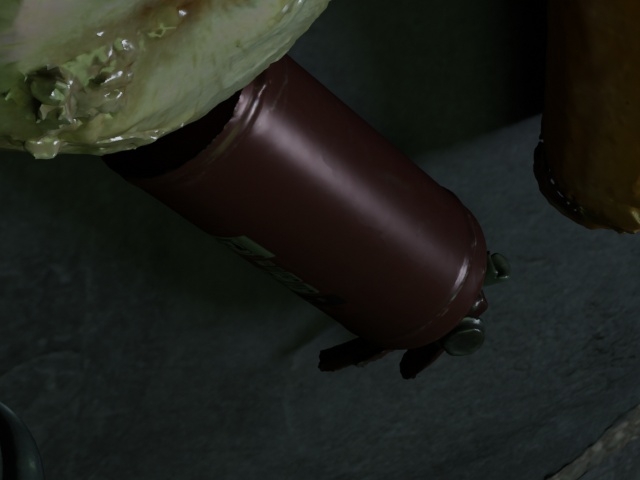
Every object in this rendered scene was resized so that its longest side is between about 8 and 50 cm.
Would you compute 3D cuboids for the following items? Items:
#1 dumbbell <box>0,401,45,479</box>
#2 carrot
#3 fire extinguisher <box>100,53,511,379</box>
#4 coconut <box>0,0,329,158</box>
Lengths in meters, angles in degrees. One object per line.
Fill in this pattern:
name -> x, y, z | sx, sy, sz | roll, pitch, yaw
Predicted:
dumbbell -> -0.272, 0.066, 0.756 | 0.179, 0.179, 0.406 | -35, 136, -6
carrot -> 0.215, -0.134, 0.926 | 0.196, 0.196, 0.254 | -23, 136, -18
fire extinguisher -> 0.000, 0.000, 0.954 | 0.147, 0.106, 0.337 | -27, 141, 23
coconut -> -0.110, -0.170, 0.625 | 0.297, 0.254, 0.297 | -17, 131, -20
